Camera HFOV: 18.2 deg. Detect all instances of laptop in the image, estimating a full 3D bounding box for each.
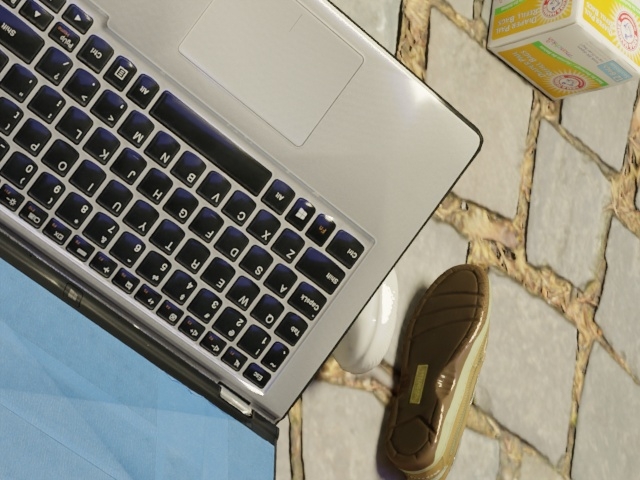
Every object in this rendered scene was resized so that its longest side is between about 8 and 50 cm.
[{"bbox_3d":[-0.092,0.010,1.232,0.382,0.236,0.408,38,86,-28],"label":"laptop"}]

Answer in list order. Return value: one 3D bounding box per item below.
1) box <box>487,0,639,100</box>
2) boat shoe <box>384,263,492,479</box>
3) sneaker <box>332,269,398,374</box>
[{"bbox_3d":[0.238,-0.250,1.866,0.114,0.103,0.203,33,56,-40],"label":"box"},{"bbox_3d":[0.104,0.113,1.647,0.072,0.068,0.190,48,56,-47],"label":"boat shoe"},{"bbox_3d":[0.000,0.000,1.551,0.094,0.080,0.212,9,66,-36],"label":"sneaker"}]
